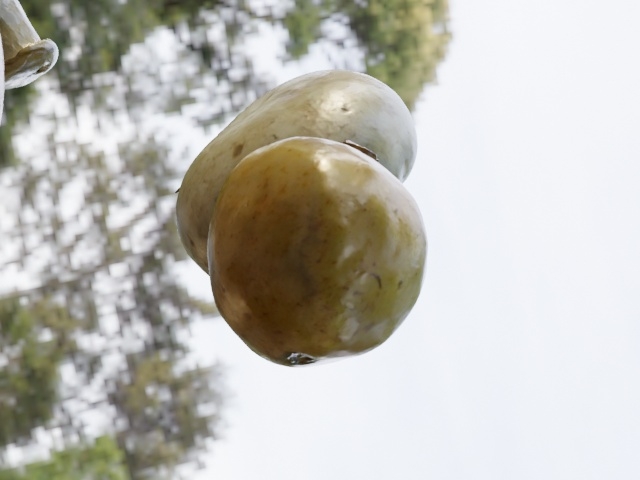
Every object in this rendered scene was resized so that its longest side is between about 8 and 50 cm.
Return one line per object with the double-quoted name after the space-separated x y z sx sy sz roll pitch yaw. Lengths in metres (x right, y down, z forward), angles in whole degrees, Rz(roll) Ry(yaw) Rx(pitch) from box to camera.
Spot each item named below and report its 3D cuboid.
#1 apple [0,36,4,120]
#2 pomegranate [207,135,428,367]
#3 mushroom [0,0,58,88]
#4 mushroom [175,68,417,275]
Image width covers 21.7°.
-0.339 -0.098 1.063 0.233 0.286 0.286 114 -40 -74 "apple"
0.000 0.000 1.326 0.196 0.196 0.196 35 -50 55 "pomegranate"
-0.365 -0.264 1.731 0.096 0.108 0.247 -36 -108 16 "mushroom"
-0.014 -0.038 1.580 0.195 0.254 0.189 52 9 -10 "mushroom"
